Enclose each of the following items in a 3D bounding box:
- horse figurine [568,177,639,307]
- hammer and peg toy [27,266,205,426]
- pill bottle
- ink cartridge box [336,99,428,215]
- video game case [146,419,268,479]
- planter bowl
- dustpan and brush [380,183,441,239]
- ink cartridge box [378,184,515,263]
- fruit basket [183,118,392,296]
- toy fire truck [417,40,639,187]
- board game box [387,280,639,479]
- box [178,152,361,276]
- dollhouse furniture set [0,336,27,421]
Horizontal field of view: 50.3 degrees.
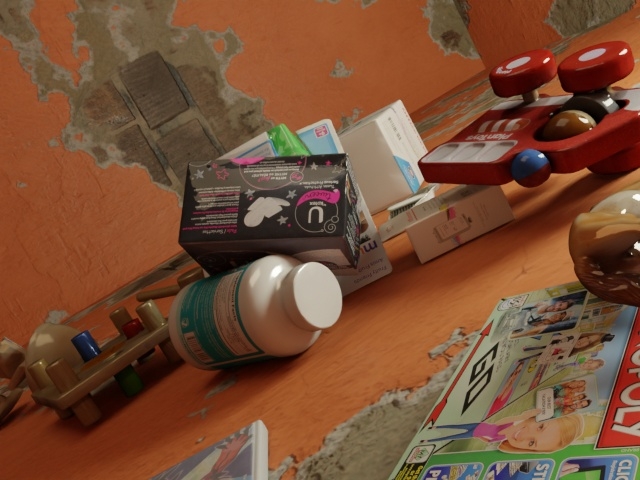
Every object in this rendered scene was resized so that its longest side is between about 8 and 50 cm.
[{"bbox_3d":[0.275,-0.010,0.558,0.175,0.066,0.263,-12,16,42],"label":"horse figurine"},{"bbox_3d":[-0.365,0.201,1.304,0.361,0.127,0.266,-36,11,-33],"label":"hammer and peg toy"},{"bbox_3d":[-0.094,0.105,0.997,0.264,0.146,0.146,-19,15,41],"label":"pill bottle"},{"bbox_3d":[0.133,-0.197,1.681,0.197,0.198,0.270,-25,11,26],"label":"ink cartridge box"},{"bbox_3d":[-0.135,0.268,0.671,0.184,0.023,0.201,-29,10,1],"label":"video game case"},{"bbox_3d":[-0.546,0.258,1.476,0.109,0.161,0.162,-1,15,6],"label":"planter bowl"},{"bbox_3d":[0.200,-0.082,1.333,0.211,0.060,0.147,-26,11,18],"label":"dustpan and brush"},{"bbox_3d":[0.195,-0.029,1.087,0.198,0.067,0.115,-26,11,8],"label":"ink cartridge box"},{"bbox_3d":[-0.080,-0.025,1.200,0.327,0.165,0.352,-26,53,12],"label":"fruit basket"},{"bbox_3d":[0.319,-0.151,0.985,0.254,0.169,0.302,-38,26,-24],"label":"toy fire truck"},{"bbox_3d":[0.184,0.117,0.494,0.214,0.046,0.317,-21,13,40],"label":"board game box"},{"bbox_3d":[-0.069,-0.029,1.046,0.248,0.142,0.163,-1,-24,11],"label":"box"},{"bbox_3d":[-0.883,0.303,1.601,0.394,0.362,0.256,-58,8,11],"label":"dollhouse furniture set"}]
